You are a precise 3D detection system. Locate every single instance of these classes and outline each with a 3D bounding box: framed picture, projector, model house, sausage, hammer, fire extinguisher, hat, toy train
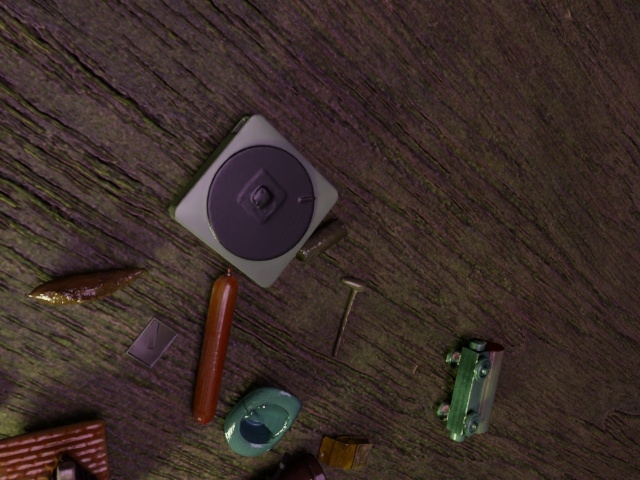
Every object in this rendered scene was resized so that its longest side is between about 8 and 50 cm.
[{"bbox_3d":[-0.336,0.204,1.110,0.066,0.006,0.089,42,81,-28],"label":"framed picture"},{"bbox_3d":[-0.128,-0.077,1.114,0.259,0.079,0.257,42,81,-29],"label":"projector"},{"bbox_3d":[-0.475,0.463,0.972,0.202,0.237,0.238,-3,99,-21],"label":"model house"},{"bbox_3d":[-0.220,0.224,1.149,0.053,0.053,0.348,7,98,-29],"label":"sausage"},{"bbox_3d":[0.051,0.182,1.301,0.060,0.028,0.195,14,96,-24],"label":"hammer"},{"bbox_3d":[-0.153,0.590,1.244,0.341,0.105,0.142,-21,93,-23],"label":"fire extinguisher"},{"bbox_3d":[-0.126,0.385,1.228,0.138,0.078,0.191,39,101,-21],"label":"hat"},{"bbox_3d":[0.419,0.399,1.507,0.177,0.116,0.286,2,100,-41],"label":"toy train"}]

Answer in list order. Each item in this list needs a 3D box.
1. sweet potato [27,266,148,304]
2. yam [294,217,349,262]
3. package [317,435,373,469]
[{"bbox_3d":[-0.416,0.084,1.008,0.205,0.068,0.060,-17,134,-30],"label":"sweet potato"},{"bbox_3d":[0.000,0.000,1.214,0.132,0.054,0.054,-33,115,-20],"label":"yam"},{"bbox_3d":[0.063,0.523,1.372,0.131,0.047,0.071,15,97,-32],"label":"package"}]
